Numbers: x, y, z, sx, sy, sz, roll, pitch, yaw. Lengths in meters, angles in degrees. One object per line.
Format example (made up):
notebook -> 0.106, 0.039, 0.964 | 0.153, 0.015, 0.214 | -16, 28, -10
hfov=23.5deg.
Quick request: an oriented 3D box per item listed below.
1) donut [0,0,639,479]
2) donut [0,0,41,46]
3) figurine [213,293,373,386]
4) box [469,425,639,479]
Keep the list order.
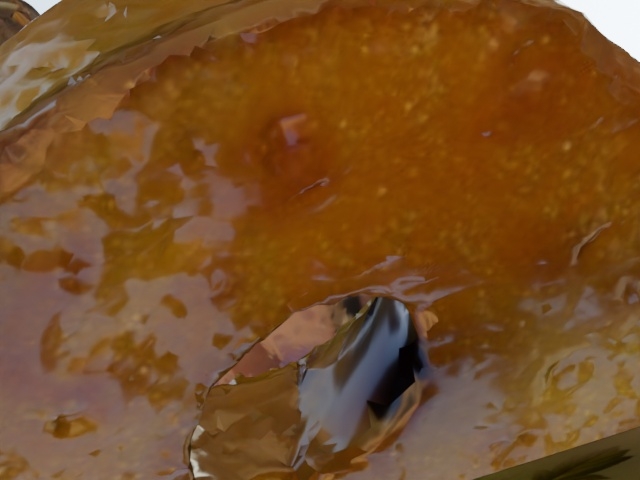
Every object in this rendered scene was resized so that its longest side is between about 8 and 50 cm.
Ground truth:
donut -> -0.020, 0.027, 0.519 | 0.303, 0.303, 0.110 | 4, -146, -26
donut -> -0.230, -0.032, 0.955 | 0.230, 0.216, 0.096 | 68, -164, 16
figurine -> 0.000, 0.000, 0.822 | 0.173, 0.173, 0.173 | 16, -136, -16
box -> 0.143, 0.085, 0.408 | 0.260, 0.175, 0.062 | -16, -83, -4
